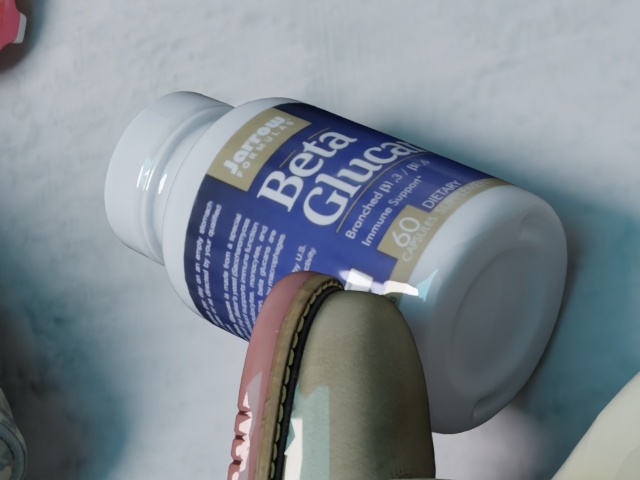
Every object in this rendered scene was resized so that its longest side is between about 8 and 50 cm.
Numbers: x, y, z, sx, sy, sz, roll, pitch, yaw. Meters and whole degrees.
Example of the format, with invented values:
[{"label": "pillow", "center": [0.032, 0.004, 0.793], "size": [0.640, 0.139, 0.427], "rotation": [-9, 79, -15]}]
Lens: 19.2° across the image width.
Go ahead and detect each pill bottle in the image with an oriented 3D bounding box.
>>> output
[{"label": "pill bottle", "center": [0.000, 0.000, 0.718], "size": [0.169, 0.094, 0.094], "rotation": [24, 95, 35]}]

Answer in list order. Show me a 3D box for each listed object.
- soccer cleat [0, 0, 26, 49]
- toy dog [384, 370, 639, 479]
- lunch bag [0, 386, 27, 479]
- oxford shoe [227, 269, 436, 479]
[{"label": "soccer cleat", "center": [-0.203, -0.190, 0.894], "size": [0.083, 0.095, 0.248], "rotation": [-25, 68, 28]}, {"label": "toy dog", "center": [-0.010, 0.229, 0.369], "size": [0.284, 0.408, 0.395], "rotation": [43, 110, 3]}, {"label": "lunch bag", "center": [-0.298, 0.077, 0.841], "size": [0.305, 0.212, 0.256], "rotation": [-50, 41, 13]}, {"label": "oxford shoe", "center": [0.053, 0.176, 0.621], "size": [0.130, 0.123, 0.348], "rotation": [-8, 98, 20]}]
